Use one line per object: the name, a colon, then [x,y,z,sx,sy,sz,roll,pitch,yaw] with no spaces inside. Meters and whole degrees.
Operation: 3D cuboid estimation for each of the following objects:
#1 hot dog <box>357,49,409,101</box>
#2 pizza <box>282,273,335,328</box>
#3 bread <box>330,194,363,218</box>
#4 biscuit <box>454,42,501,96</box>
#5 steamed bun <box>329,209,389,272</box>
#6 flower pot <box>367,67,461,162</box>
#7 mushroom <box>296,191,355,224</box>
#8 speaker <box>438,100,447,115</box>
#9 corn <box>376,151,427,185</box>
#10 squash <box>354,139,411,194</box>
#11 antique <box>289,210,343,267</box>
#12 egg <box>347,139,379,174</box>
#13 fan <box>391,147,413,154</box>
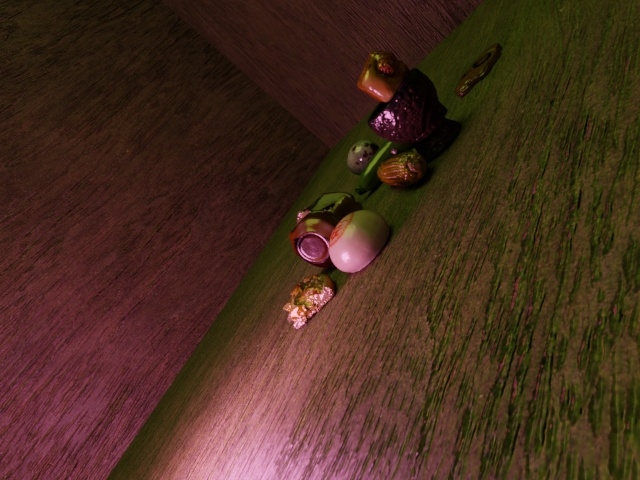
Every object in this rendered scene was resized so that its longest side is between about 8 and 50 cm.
hot dog: [0.217,-0.575,1.509,0.153,0.150,0.257,-59,9,17]
pizza: [-0.054,0.206,1.585,0.223,0.089,0.323,-50,12,-8]
bread: [0.107,-0.113,1.816,0.140,0.128,0.069,-54,12,8]
biscuit: [0.654,-0.716,1.823,0.290,0.041,0.208,-54,12,-15]
steamed bun: [0.113,-0.010,1.459,0.232,0.145,0.232,-47,13,15]
flower pot: [0.350,-0.440,1.580,0.266,0.267,0.266,-49,12,15]
mushroom: [0.050,-0.104,1.991,0.217,0.212,0.292,6,16,25]
speaker: [0.455,-0.534,1.915,0.218,0.082,0.044,-28,25,57]
corn: [0.296,-0.261,1.612,0.120,0.120,0.363,-51,8,0]
squash: [0.292,-0.364,1.940,0.395,0.107,0.107,-49,13,8]
antique: [0.000,0.000,1.678,0.278,0.223,0.129,1,29,33]
egg: [0.217,-0.415,2.208,0.169,0.169,0.231,-57,3,-26]
fan: [0.326,-0.348,1.716,0.057,0.023,0.282,-46,-11,19]
